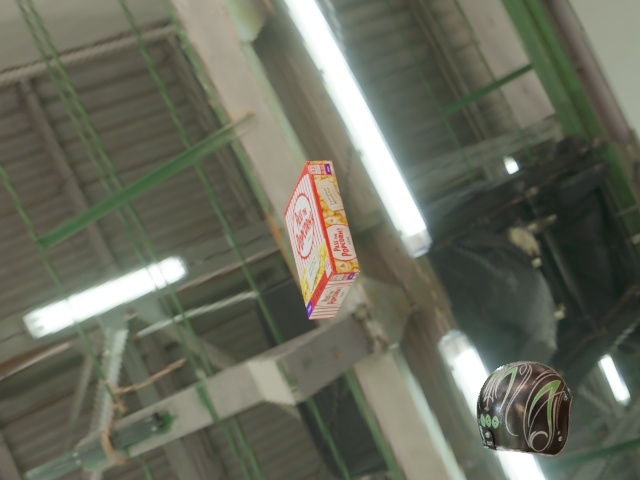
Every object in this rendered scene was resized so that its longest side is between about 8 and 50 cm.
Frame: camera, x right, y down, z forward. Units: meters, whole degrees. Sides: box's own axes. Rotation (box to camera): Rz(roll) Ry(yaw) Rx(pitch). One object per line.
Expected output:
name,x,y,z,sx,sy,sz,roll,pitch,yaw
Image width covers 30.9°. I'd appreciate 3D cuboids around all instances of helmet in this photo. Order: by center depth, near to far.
helmet,0.357,0.292,2.037,0.169,0.169,0.162,15,-101,-49

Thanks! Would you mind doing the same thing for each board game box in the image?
board game box,0.000,0.000,1.747,0.045,0.147,0.194,-3,-121,-19
